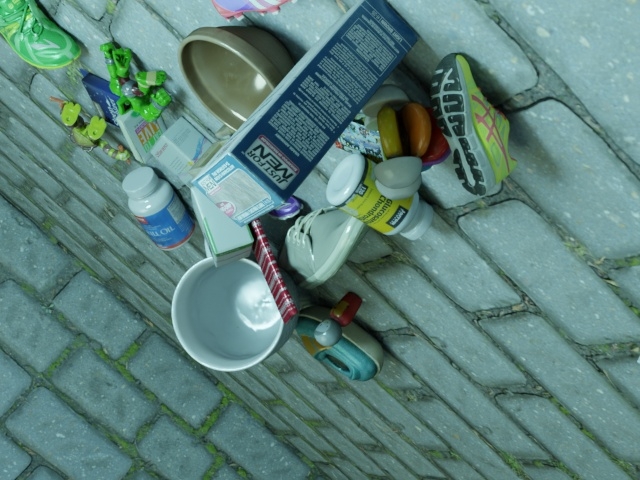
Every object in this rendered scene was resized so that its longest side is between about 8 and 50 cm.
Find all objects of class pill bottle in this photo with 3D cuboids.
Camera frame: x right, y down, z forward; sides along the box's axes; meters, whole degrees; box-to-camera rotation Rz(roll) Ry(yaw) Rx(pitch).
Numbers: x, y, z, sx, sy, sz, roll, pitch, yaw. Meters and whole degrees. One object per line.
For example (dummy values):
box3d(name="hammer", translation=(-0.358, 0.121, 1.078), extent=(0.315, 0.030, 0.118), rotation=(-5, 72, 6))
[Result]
box3d(name="pill bottle", translation=(0.110, -0.072, 1.544), extent=(0.184, 0.103, 0.103), rotation=(28, 161, -24))
box3d(name="pill bottle", translation=(-0.431, -0.086, 2.279), extent=(0.124, 0.124, 0.221), rotation=(18, 149, 39))

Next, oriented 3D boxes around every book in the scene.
box3d(name="book", translation=(-0.403, -0.258, 1.969), extent=(0.035, 0.096, 0.144), rotation=(29, 156, 27))

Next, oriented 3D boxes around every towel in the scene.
box3d(name="towel", translation=(-0.112, 0.044, 1.877), extent=(0.199, 0.031, 0.274), rotation=(116, 131, -77))

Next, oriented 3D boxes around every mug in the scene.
box3d(name="mug", translation=(-0.202, 0.120, 2.155), extent=(0.328, 0.276, 0.374), rotation=(-4, -105, -79))

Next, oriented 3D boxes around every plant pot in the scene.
box3d(name="plant pot", translation=(-0.124, -0.292, 1.503), extent=(0.237, 0.109, 0.237), rotation=(30, 155, 16))

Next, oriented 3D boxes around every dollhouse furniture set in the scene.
box3d(name="dollhouse furniture set", translation=(-0.159, -0.154, 1.703), extent=(0.129, 0.183, 0.129), rotation=(48, 154, -21))

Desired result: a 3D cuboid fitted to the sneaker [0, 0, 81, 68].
box3d(name="sneaker", translation=(-0.664, -0.489, 1.907), extent=(0.295, 0.109, 0.123), rotation=(38, 160, 1))

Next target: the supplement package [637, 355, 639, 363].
box3d(name="supplement package", translation=(0.616, 0.167, 1.234), extent=(0.203, 0.149, 0.194), rotation=(39, 156, -4))

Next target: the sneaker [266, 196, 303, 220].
box3d(name="sneaker", translation=(-0.115, -0.102, 1.885), extent=(0.170, 0.068, 0.071), rotation=(27, 148, 24))

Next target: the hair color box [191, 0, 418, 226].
box3d(name="hair color box", translation=(-0.021, -0.188, 1.248), extent=(0.105, 0.347, 0.174), rotation=(43, 156, -11))

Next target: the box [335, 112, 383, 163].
box3d(name="box", translation=(0.081, -0.180, 1.514), extent=(0.137, 0.027, 0.094), rotation=(24, 154, 28))

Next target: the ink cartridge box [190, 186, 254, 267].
box3d(name="ink cartridge box", translation=(-0.214, -0.037, 1.886), extent=(0.212, 0.093, 0.154), rotation=(122, 127, -80))

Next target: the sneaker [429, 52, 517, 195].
box3d(name="sneaker", translation=(0.228, -0.177, 1.261), extent=(0.081, 0.094, 0.208), rotation=(14, 125, 64))

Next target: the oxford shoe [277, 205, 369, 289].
box3d(name="oxford shoe", translation=(0.000, 0.000, 1.792), extent=(0.130, 0.169, 0.449), rotation=(42, 161, -3))

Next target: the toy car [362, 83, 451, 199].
box3d(name="toy car", translation=(0.142, -0.158, 1.351), extent=(0.136, 0.159, 0.182), rotation=(-11, 169, 4))

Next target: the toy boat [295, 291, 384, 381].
box3d(name="toy boat", translation=(0.037, 0.249, 2.190), extent=(0.268, 0.148, 0.318), rotation=(32, 156, 15))

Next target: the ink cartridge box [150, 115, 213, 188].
box3d(name="ink cartridge box", translation=(-0.289, -0.184, 1.968), extent=(0.175, 0.072, 0.127), rotation=(43, 155, -10))

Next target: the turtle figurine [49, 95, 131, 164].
box3d(name="turtle figurine", translation=(-0.595, -0.279, 2.158), extent=(0.269, 0.087, 0.217), rotation=(42, 170, -3))

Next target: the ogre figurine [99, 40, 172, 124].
box3d(name="ogre figurine", translation=(-0.397, -0.328, 1.841), extent=(0.197, 0.096, 0.118), rotation=(25, 143, 2))

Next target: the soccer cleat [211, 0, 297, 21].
box3d(name="soccer cleat", translation=(-0.098, -0.398, 1.322), extent=(0.248, 0.083, 0.095), rotation=(6, 137, 54))

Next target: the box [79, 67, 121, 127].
box3d(name="box", translation=(-0.483, -0.319, 2.050), extent=(0.225, 0.036, 0.136), rotation=(27, 154, 26))
